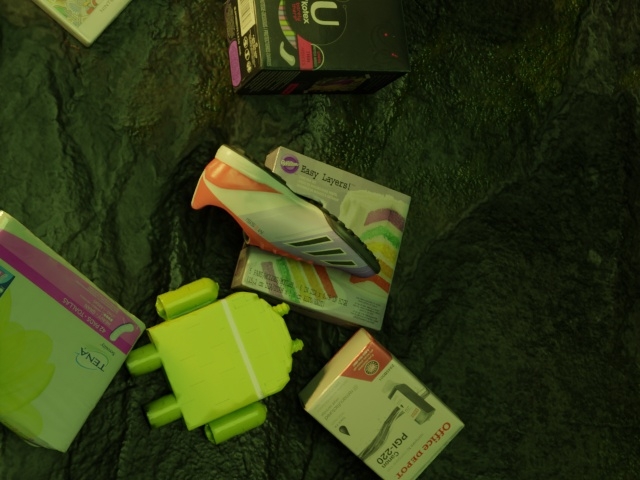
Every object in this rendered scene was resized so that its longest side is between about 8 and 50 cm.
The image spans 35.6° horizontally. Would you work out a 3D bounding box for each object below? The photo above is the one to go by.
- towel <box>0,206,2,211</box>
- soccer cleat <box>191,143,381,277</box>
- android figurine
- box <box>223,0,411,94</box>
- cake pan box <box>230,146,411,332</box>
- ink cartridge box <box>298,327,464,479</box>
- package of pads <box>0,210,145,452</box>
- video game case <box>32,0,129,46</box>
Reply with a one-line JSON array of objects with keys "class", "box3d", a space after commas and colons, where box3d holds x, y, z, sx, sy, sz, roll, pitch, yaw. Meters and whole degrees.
[{"class": "towel", "box3d": [-0.501, 0.003, 1.439, 0.067, 0.029, 0.119, 12, 76, -22]}, {"class": "soccer cleat", "box3d": [-0.050, -0.019, 1.543, 0.318, 0.108, 0.116, 35, 90, -16]}, {"class": "android figurine", "box3d": [-0.158, 0.181, 1.536, 0.273, 0.056, 0.248, -24, 93, -18]}, {"class": "box", "box3d": [-0.006, -0.338, 1.651, 0.270, 0.143, 0.165, -4, 83, -25]}, {"class": "cake pan box", "box3d": [0.000, 0.000, 1.642, 0.267, 0.070, 0.246, 21, 72, -18]}, {"class": "ink cartridge box", "box3d": [0.098, 0.275, 1.604, 0.218, 0.092, 0.158, 43, 89, -14]}, {"class": "package of pads", "box3d": [-0.411, 0.132, 1.369, 0.296, 0.101, 0.229, 45, 66, -36]}, {"class": "video game case", "box3d": [-0.389, -0.451, 1.564, 0.227, 0.026, 0.206, 40, 68, -13]}]
